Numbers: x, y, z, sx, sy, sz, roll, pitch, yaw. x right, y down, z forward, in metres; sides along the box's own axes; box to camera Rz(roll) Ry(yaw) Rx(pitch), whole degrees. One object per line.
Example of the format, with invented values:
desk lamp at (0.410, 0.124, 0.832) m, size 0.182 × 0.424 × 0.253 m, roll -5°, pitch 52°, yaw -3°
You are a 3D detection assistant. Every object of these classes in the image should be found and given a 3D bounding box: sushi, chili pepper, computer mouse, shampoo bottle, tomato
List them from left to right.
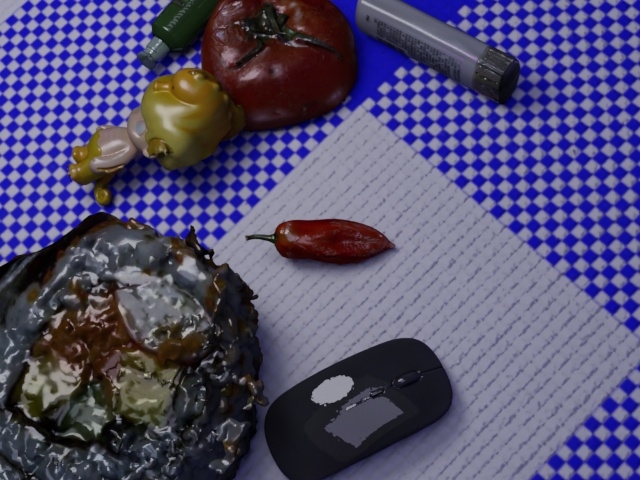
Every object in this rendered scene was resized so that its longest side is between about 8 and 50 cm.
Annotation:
sushi at (-0.251, 0.164, 1.402) m, size 0.417 × 0.176 × 0.417 m, roll -4°, pitch 66°, yaw 8°
shampoo bottle at (-0.181, -0.321, 1.635) m, size 0.065 × 0.065 × 0.204 m, roll 36°, pitch 79°, yaw 21°
tomato at (-0.067, -0.262, 1.574) m, size 0.228 × 0.101 × 0.228 m, roll -4°, pitch 65°, yaw 9°
chili pepper at (0.000, -0.001, 1.486) m, size 0.191 × 0.050 × 0.059 m, roll 4°, pitch 66°, yaw -1°
computer mouse at (0.043, 0.202, 1.394) m, size 0.232 × 0.057 × 0.120 m, roll -25°, pitch 67°, yaw 0°
shampoo bottle at (0.153, -0.258, 1.537) m, size 0.227 × 0.086 × 0.056 m, roll 31°, pitch 79°, yaw 21°

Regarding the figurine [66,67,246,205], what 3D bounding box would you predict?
figurine at (-0.218, -0.140, 1.534) m, size 0.246 × 0.131 × 0.156 m, roll -21°, pitch 42°, yaw 21°
